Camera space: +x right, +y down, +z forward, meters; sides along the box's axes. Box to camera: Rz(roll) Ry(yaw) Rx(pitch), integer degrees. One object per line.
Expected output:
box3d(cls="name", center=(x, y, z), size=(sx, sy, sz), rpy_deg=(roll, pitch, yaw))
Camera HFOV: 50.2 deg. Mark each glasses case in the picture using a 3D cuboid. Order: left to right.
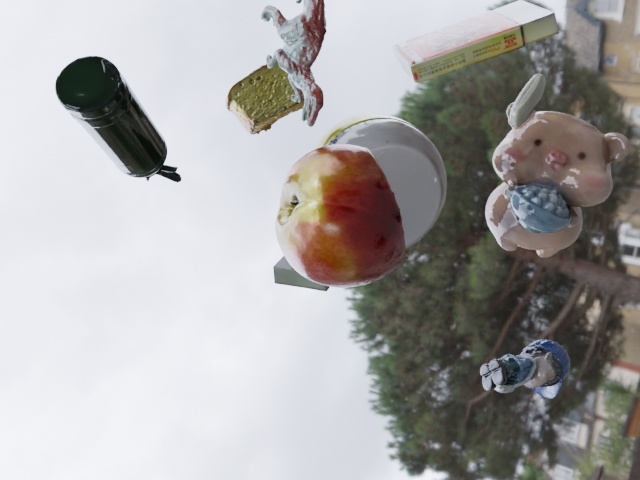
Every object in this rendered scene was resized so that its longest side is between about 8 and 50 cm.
box3d(cls="glasses case", center=(0.275, -0.186, 0.906), size=(0.083, 0.021, 0.032), rpy_deg=(-54, -33, -18))

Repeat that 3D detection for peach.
box3d(cls="peach", center=(0.040, -0.030, 0.892), size=(0.192, 0.190, 0.190), rpy_deg=(5, -82, -28))

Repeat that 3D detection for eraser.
box3d(cls="eraser", center=(0.241, -0.321, 1.092), size=(0.157, 0.230, 0.038), rpy_deg=(-101, -9, -63))

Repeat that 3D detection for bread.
box3d(cls="bread", center=(-0.083, -0.277, 1.266), size=(0.187, 0.103, 0.065), rpy_deg=(-28, -6, -7))

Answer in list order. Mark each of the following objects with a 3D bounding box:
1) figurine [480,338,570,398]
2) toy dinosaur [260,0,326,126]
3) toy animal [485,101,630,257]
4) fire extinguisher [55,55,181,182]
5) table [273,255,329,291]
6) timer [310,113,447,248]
box3d(cls="figurine", center=(0.310, 0.197, 1.037), size=(0.149, 0.087, 0.086), rpy_deg=(3, -34, -26))
box3d(cls="toy dinosaur", center=(-0.016, -0.303, 0.946), size=(0.053, 0.167, 0.242), rpy_deg=(-5, -48, -40))
box3d(cls="toy animal", center=(0.398, -0.094, 1.199), size=(0.221, 0.210, 0.229), rpy_deg=(73, -143, -68))
box3d(cls="fire extinguisher", center=(-0.309, -0.172, 1.102), size=(0.311, 0.114, 0.095), rpy_deg=(81, -155, -72))
box3d(cls="table", center=(0.000, 0.000, 1.492), size=(0.240, 0.121, 0.111), rpy_deg=(-49, -39, -56))
box3d(cls="timer", center=(0.087, -0.121, 1.306), size=(0.285, 0.285, 0.285), rpy_deg=(-31, -53, -52))
